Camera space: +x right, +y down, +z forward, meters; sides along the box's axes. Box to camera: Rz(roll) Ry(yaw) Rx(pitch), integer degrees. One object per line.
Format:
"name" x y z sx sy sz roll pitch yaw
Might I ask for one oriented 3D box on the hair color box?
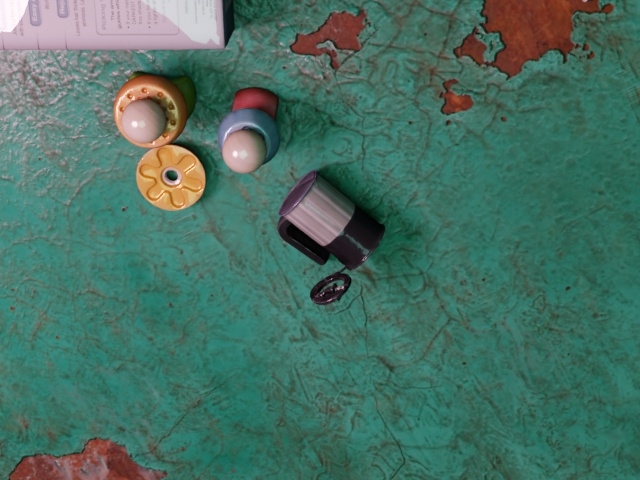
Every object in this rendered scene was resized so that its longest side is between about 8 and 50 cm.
"hair color box" -0.309 -0.355 1.699 0.374 0.113 0.185 0 113 3

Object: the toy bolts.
"toy bolts" -0.170 -0.121 1.765 0.228 0.158 0.218 2 113 2

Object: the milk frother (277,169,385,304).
"milk frother" 0.000 0.000 1.816 0.134 0.143 0.129 38 117 -14
